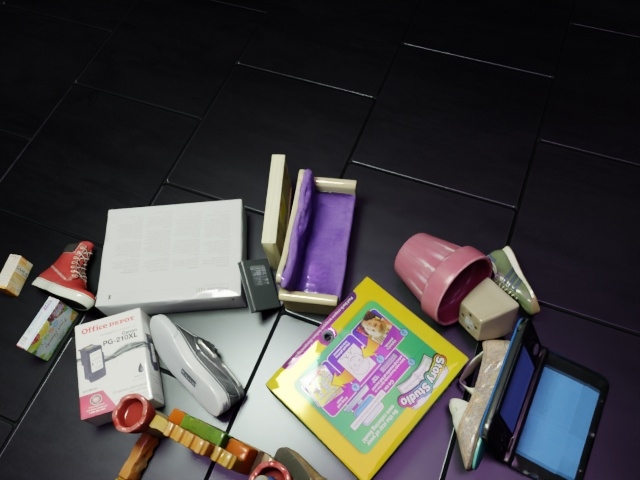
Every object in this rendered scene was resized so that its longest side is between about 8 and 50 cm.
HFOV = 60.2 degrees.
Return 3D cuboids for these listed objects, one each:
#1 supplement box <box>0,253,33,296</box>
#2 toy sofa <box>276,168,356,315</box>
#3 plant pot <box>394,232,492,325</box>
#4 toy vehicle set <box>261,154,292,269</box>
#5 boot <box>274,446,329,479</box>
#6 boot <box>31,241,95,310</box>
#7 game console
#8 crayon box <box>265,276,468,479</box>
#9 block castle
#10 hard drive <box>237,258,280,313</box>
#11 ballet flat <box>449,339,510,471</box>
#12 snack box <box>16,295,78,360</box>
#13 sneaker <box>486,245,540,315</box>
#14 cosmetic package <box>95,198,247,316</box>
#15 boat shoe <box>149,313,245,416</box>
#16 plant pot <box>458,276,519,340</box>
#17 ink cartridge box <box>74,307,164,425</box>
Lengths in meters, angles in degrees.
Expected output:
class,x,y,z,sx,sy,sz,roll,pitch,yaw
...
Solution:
class,x,y,z,sx,sy,sz,roll,pitch,yaw
supplement box,-0.841,0.096,1.516,0.036,0.062,0.099,8,65,10
toy sofa,0.000,0.000,1.430,0.150,0.177,0.363,6,63,8
plant pot,0.290,0.080,1.367,0.201,0.201,0.180,-40,51,-15
toy vehicle set,-0.113,-0.075,1.483,0.035,0.166,0.267,1,63,5
boot,0.011,0.569,1.196,0.305,0.115,0.112,40,116,35
boot,-0.640,0.082,1.462,0.244,0.088,0.176,13,60,38
game console,0.499,0.360,1.210,0.173,0.250,0.293,10,61,38
crayon box,0.110,0.320,1.297,0.313,0.106,0.363,40,73,20
block castle,-0.283,0.524,1.122,0.452,0.213,0.303,15,66,25
hard drive,-0.157,0.116,1.418,0.022,0.094,0.135,-26,75,37
ballet flat,0.360,0.366,1.267,0.106,0.108,0.316,14,58,32
snack box,-0.696,0.227,1.415,0.037,0.100,0.141,20,67,15
sneaker,0.475,0.111,1.400,0.086,0.064,0.192,-19,63,3
cosmetic package,-0.389,0.046,1.484,0.376,0.097,0.285,-4,61,3
boat shoe,-0.301,0.288,1.353,0.301,0.108,0.102,41,38,22
plant pot,0.393,0.174,1.321,0.096,0.109,0.109,-23,45,-19
ink cartridge box,-0.495,0.307,1.357,0.171,0.100,0.237,-16,63,-4
